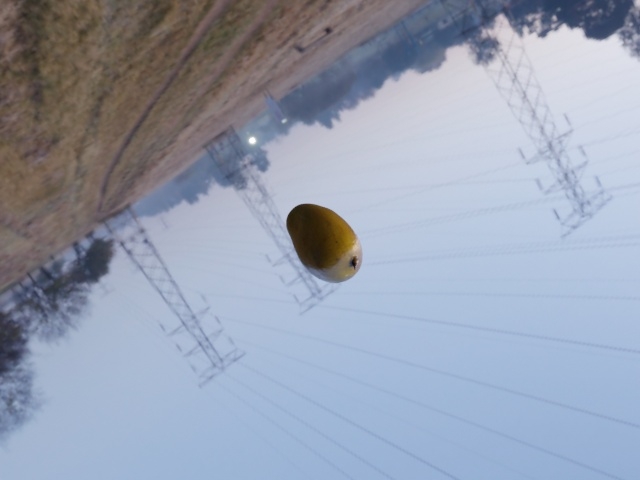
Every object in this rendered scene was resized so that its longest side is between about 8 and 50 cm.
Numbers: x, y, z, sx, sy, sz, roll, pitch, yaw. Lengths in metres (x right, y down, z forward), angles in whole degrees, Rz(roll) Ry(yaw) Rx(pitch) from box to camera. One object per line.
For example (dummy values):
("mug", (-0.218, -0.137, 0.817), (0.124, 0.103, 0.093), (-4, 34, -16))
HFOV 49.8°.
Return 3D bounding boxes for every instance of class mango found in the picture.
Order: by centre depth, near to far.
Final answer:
("mango", (0.000, 0.000, 1.034), (0.066, 0.101, 0.187), (-4, -147, -35))
